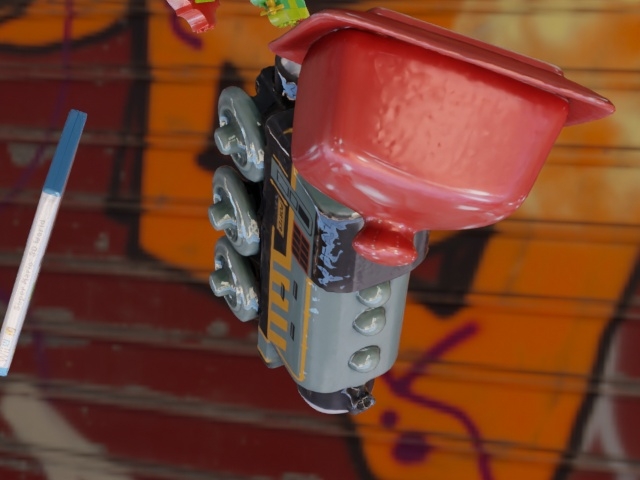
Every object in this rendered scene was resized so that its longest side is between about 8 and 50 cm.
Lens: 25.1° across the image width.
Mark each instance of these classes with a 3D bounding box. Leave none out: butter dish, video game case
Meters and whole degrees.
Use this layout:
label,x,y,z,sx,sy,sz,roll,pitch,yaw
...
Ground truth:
label,x,y,z,sx,sy,sz,roll,pitch,yaw
butter dish,0.046,-0.045,0.750,0.160,0.118,0.160,16,177,-12
video game case,-0.206,0.001,1.051,0.015,0.166,0.119,17,-149,-10

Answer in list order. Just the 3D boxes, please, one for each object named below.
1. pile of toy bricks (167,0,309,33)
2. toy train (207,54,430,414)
label,x,y,z,sx,sy,sz,roll,pitch,yaw
pile of toy bricks,-0.038,-0.219,1.183,0.118,0.105,0.212,-18,-176,27
toy train,0.000,0.000,1.150,0.142,0.334,0.190,-18,-127,-20
